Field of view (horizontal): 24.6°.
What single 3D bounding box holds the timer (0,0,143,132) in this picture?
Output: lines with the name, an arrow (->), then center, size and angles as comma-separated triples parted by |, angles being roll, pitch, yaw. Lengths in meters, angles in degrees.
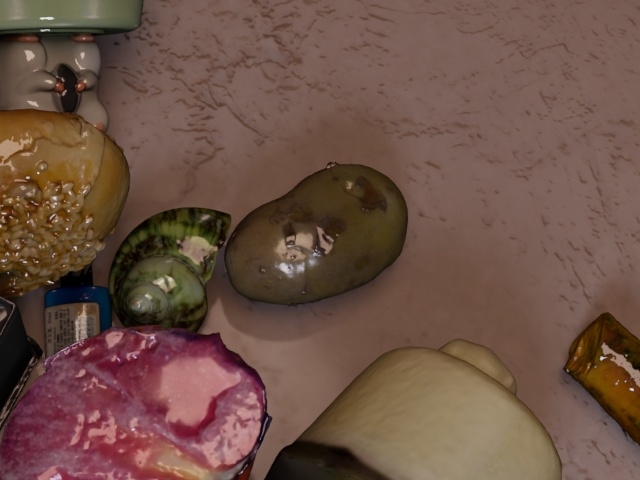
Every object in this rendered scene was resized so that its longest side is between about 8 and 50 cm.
timer -> -0.363, -0.247, 1.939 | 0.290, 0.291, 0.315 | -3, 94, -7

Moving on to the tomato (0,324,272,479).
tomato -> -0.219, 0.258, 1.790 | 0.289, 0.176, 0.335 | 27, 76, 12

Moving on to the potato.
potato -> 0.000, 0.000, 1.920 | 0.262, 0.165, 0.165 | -31, 76, -21

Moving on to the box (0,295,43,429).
box -> -0.552, 0.146, 1.780 | 0.345, 0.204, 0.251 | 25, 70, 3

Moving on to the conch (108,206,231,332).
conch -> -0.195, 0.041, 1.881 | 0.124, 0.181, 0.187 | 28, 111, -27

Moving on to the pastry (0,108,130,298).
pastry -> -0.375, -0.033, 1.804 | 0.284, 0.315, 0.184 | 2, 69, -35

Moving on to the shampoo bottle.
shampoo bottle -> -0.312, 0.120, 1.896 | 0.087, 0.050, 0.183 | -4, 71, -2

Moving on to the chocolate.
chocolate -> 0.133, 0.289, 1.770 | 0.314, 0.326, 0.297 | 38, 54, 11

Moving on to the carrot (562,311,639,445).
carrot -> 0.447, 0.225, 1.905 | 0.302, 0.114, 0.114 | 44, 72, 12
